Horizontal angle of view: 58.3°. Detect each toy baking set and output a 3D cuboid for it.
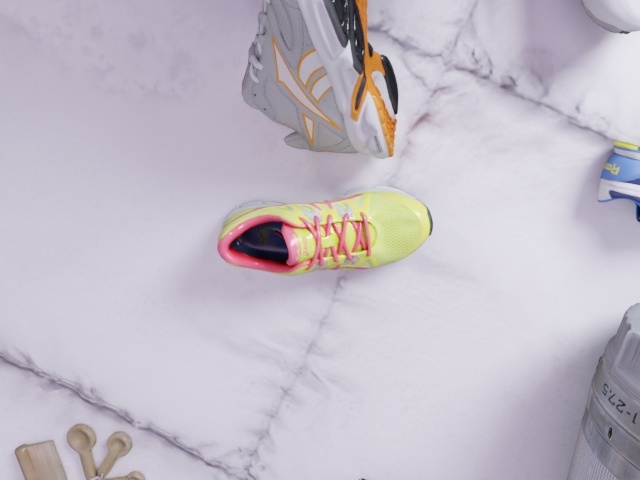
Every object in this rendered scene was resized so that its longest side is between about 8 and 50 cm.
[{"bbox_3d":[-0.270,0.337,0.705,0.196,0.030,0.256,-36,96,17],"label":"toy baking set"}]

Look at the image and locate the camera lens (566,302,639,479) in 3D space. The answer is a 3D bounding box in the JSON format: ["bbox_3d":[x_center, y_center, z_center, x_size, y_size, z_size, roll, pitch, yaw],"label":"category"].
[{"bbox_3d":[0.323,0.211,0.467,0.219,0.219,0.274,8,106,8],"label":"camera lens"}]

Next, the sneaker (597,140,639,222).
[{"bbox_3d":[0.309,-0.033,0.493,0.144,0.053,0.059,27,107,11],"label":"sneaker"}]

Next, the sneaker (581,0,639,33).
[{"bbox_3d":[0.270,-0.290,0.382,0.111,0.129,0.297,14,110,-14],"label":"sneaker"}]

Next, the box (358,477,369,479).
[{"bbox_3d":[0.052,0.391,0.598,0.108,0.153,0.207,19,107,5],"label":"box"}]

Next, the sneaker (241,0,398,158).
[{"bbox_3d":[-0.021,-0.144,0.438,0.121,0.262,0.099,-3,60,19],"label":"sneaker"}]

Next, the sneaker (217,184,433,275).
[{"bbox_3d":[0.000,0.000,0.533,0.208,0.094,0.082,-7,102,10],"label":"sneaker"}]
